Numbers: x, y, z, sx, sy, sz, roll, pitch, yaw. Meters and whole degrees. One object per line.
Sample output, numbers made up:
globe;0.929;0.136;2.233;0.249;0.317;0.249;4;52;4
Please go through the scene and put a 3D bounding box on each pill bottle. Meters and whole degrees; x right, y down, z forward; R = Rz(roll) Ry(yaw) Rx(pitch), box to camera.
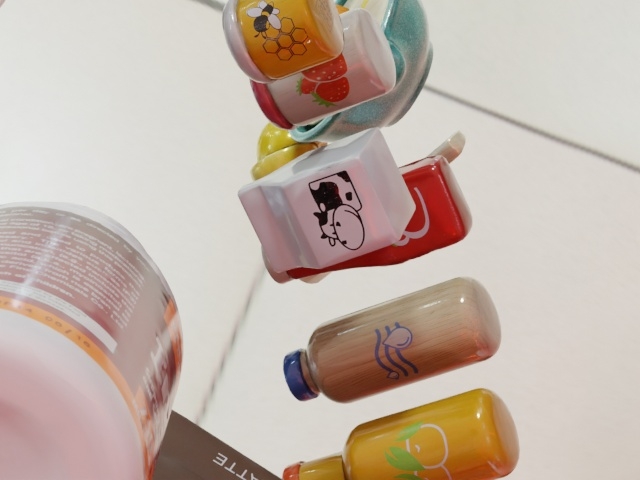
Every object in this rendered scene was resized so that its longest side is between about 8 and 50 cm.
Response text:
pill bottle;-0.082;0.038;0.495;0.086;0.152;0.086;0;106;1

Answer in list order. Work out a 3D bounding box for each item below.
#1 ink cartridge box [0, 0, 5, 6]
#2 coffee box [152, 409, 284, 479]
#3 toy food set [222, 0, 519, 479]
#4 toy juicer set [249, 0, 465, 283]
ink cartridge box;-0.411;-0.194;1.340;0.307;0.223;0.129;37;130;-12
coffee box;-0.071;0.215;0.794;0.141;0.098;0.246;30;123;5
toy food set;0.000;0.000;0.802;0.104;0.111;0.232;-20;107;21
toy juicer set;0.002;-0.096;1.224;0.089;0.329;0.209;26;123;-19
